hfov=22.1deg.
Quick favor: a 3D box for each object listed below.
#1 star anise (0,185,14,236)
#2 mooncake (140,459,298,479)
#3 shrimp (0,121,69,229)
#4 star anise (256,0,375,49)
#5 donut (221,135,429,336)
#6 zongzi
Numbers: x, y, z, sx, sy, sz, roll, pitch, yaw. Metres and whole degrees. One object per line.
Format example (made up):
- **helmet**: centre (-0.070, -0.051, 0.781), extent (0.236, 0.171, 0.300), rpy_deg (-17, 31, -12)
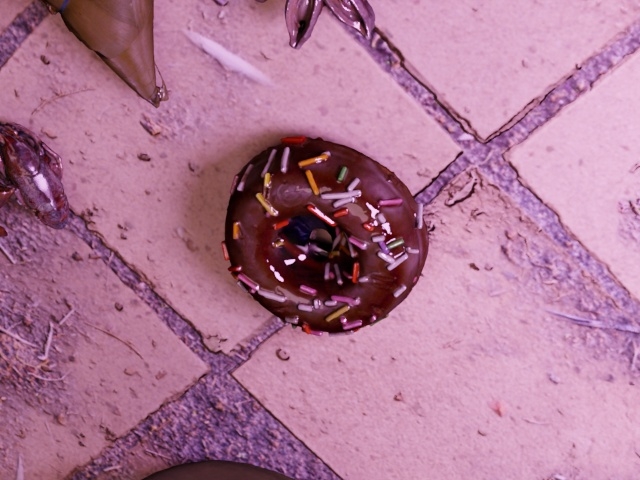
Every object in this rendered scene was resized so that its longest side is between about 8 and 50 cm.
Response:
- **star anise**: centre (-0.487, -0.061, 2.122), extent (0.196, 0.111, 0.212), rpy_deg (-19, 99, 46)
- **mooncake**: centre (-0.129, 0.444, 2.157), extent (0.351, 0.351, 0.187), rpy_deg (9, 119, 16)
- **shrimp**: centre (-0.381, -0.096, 2.114), extent (0.073, 0.075, 0.190), rpy_deg (0, 131, 57)
- **star anise**: centre (-0.014, -0.312, 1.850), extent (0.197, 0.073, 0.212), rpy_deg (-23, 105, 26)
- **donut**: centre (0.000, 0.000, 2.005), extent (0.270, 0.103, 0.269), rpy_deg (9, 122, 14)
- **zongzi**: centre (-0.201, -0.315, 1.900), extent (0.260, 0.123, 0.289), rpy_deg (-33, 113, 29)
